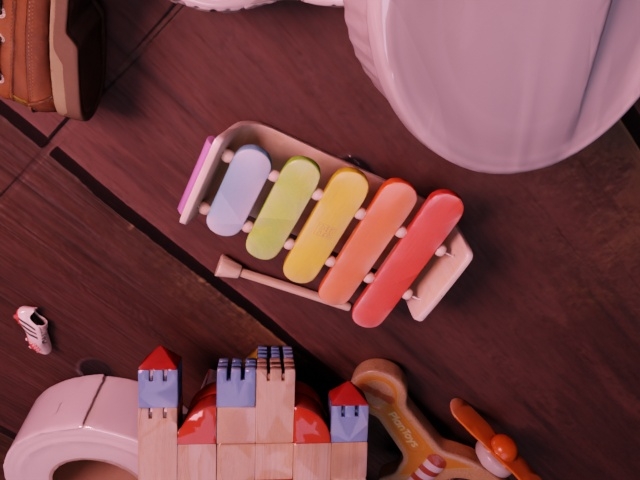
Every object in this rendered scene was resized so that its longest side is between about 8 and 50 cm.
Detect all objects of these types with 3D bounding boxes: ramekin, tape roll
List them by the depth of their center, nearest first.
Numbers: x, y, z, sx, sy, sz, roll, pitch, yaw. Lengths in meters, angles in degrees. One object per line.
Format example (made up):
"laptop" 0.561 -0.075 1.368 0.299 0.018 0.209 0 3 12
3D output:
"ramekin" 0.142 -0.197 0.448 0.272 0.127 0.273 -10 121 -18
"tape roll" -0.331 0.342 0.903 0.285 0.100 0.286 2 125 2

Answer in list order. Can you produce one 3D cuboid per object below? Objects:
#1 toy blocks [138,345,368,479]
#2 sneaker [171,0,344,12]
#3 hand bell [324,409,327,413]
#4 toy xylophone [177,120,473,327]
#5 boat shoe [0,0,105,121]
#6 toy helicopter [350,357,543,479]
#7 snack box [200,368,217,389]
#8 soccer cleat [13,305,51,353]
"toy blocks" -0.086 0.262 0.767 0.381 0.191 0.261 1 96 -6
"sneaker" -0.047 -0.259 0.491 0.232 0.090 0.115 -5 118 -5
"hand bell" 0.017 0.352 0.910 0.126 0.126 0.242 -9 112 9
"toy xylophone" 0.000 0.000 0.661 0.322 0.081 0.236 16 124 -8
"boat shoe" -0.245 -0.246 0.482 0.104 0.111 0.308 12 124 -7
"toy helicopter" 0.173 0.310 0.846 0.234 0.140 0.355 -28 107 27
"snack box" -0.117 0.256 0.871 0.141 0.037 0.100 19 124 -10
"soccer cleat" -0.389 0.125 0.797 0.035 0.029 0.083 -8 120 13
